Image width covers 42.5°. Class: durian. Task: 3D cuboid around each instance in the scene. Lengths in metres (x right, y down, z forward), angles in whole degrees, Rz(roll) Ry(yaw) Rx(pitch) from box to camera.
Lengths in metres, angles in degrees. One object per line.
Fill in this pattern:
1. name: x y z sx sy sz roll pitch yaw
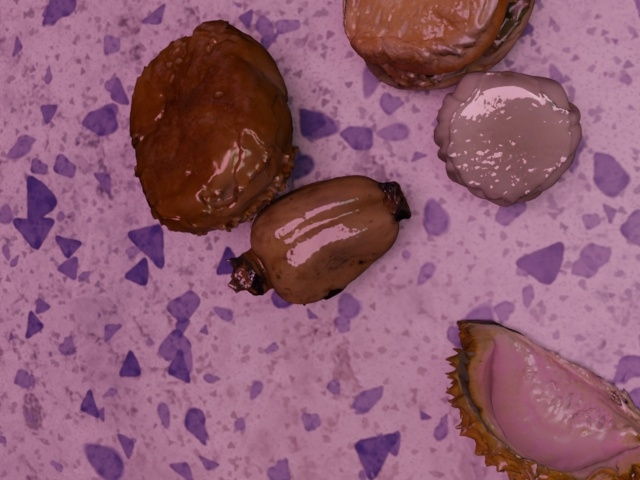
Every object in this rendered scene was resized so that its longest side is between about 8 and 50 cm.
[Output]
1. durian: 0.255 0.231 1.008 0.305 0.196 0.185 41 110 12

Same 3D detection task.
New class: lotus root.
1. lotus root: 0.000 0.000 1.117 0.257 0.140 0.154 -24 95 12

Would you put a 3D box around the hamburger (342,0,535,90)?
1. hamburger: 0.154 -0.326 1.056 0.286 0.146 0.243 -42 72 22

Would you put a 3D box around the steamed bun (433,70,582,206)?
1. steamed bun: 0.236 -0.133 1.047 0.183 0.106 0.182 5 108 16

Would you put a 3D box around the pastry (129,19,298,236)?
1. pastry: -0.144 -0.143 1.137 0.255 0.162 0.310 -28 57 26
